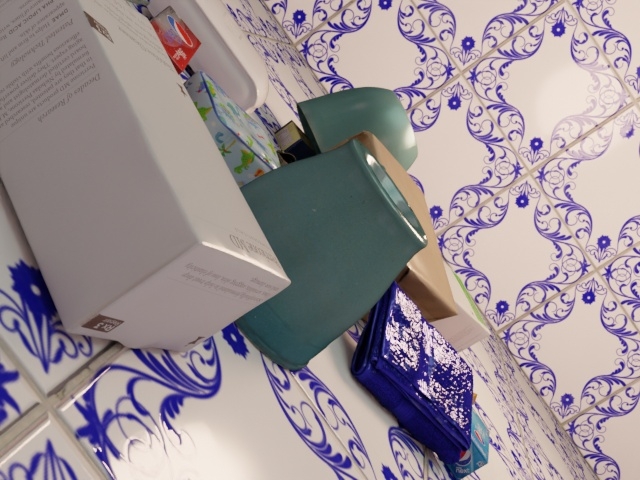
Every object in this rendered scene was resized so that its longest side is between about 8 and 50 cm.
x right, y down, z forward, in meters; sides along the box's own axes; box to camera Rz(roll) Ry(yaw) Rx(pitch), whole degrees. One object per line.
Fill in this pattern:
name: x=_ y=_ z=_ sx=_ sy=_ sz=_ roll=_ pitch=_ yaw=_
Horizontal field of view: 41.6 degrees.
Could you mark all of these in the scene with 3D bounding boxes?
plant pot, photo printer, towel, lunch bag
plant pot: x=0.102 y=-0.247 z=2.097 sx=0.293 sy=0.235 sz=0.293 roll=158 pitch=-90 yaw=-87
plant pot: x=0.000 y=0.000 z=1.189 sx=0.272 sy=0.255 sz=0.272 roll=52 pitch=12 yaw=-16
photo printer: x=-0.218 y=-0.407 z=1.763 sx=0.307 sy=0.107 sz=0.256 roll=54 pitch=13 yaw=-19
towel: x=0.183 y=0.232 z=1.518 sx=0.308 sy=0.076 sz=0.228 roll=48 pitch=41 yaw=-29
lunch bag: x=-0.158 y=-0.177 z=1.443 sx=0.219 sy=0.090 sz=0.176 roll=42 pitch=19 yaw=-47

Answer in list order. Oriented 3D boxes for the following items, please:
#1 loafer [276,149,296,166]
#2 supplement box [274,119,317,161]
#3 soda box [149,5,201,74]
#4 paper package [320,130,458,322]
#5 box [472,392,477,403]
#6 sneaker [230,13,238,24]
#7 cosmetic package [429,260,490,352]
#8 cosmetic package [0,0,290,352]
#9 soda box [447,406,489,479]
loafer: x=-0.073 y=-0.132 z=1.664 sx=0.096 sy=0.084 sz=0.267 roll=53 pitch=12 yaw=-9
supplement box: x=-0.059 y=-0.232 z=2.051 sx=0.083 sy=0.056 sz=0.083 roll=42 pitch=18 yaw=-48
soda box: x=-0.269 y=-0.315 z=1.398 sx=0.092 sy=0.083 sz=0.263 roll=51 pitch=14 yaw=-18
paper package: x=0.129 y=-0.002 z=1.743 sx=0.309 sy=0.168 sz=0.325 roll=38 pitch=34 yaw=-53
box: x=0.254 y=0.309 z=1.756 sx=0.136 sy=0.028 sz=0.081 roll=17 pitch=-1 yaw=20
sneaker: x=-0.205 y=-0.457 z=2.056 sx=0.106 sy=0.078 sz=0.234 roll=39 pitch=24 yaw=-61
cosmetic package: x=0.259 y=0.140 z=2.059 sx=0.365 sy=0.155 sz=0.197 roll=39 pitch=22 yaw=-55
cosmetic package: x=-0.209 y=-0.089 z=0.858 sx=0.385 sy=0.156 sz=0.217 roll=59 pitch=11 yaw=19
soda box: x=0.287 y=0.398 z=1.668 sx=0.067 sy=0.071 sz=0.210 roll=55 pitch=12 yaw=4
